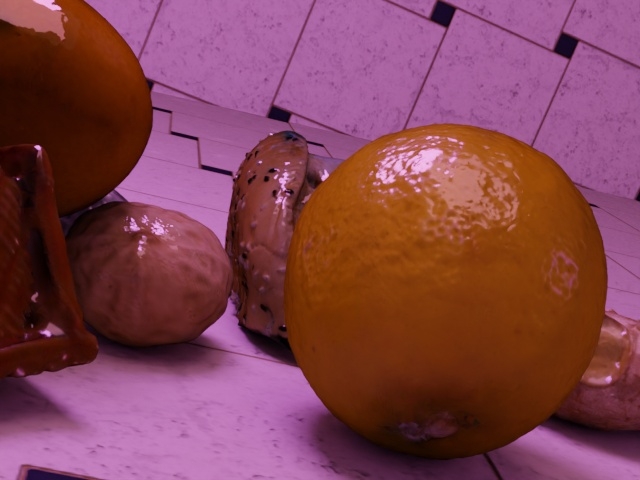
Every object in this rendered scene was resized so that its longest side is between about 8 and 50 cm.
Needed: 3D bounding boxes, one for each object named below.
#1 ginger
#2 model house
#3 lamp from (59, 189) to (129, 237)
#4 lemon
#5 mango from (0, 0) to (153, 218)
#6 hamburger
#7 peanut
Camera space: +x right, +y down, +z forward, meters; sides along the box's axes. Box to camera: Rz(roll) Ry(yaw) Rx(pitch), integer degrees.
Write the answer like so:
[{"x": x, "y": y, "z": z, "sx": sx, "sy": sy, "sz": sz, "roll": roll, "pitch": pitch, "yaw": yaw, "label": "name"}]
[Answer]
[{"x": 0.246, "y": 0.116, "z": 1.164, "sx": 0.216, "sy": 0.102, "sz": 0.157, "roll": 12, "pitch": -18, "yaw": 16, "label": "ginger"}, {"x": -0.275, "y": 0.006, "z": 0.874, "sx": 0.199, "sy": 0.219, "sz": 0.229, "roll": -9, "pitch": -50, "yaw": 36, "label": "model house"}, {"x": -0.236, "y": -0.019, "z": 1.249, "sx": 0.250, "sy": 0.101, "sz": 0.101, "roll": 27, "pitch": 10, "yaw": -1, "label": "lamp"}, {"x": 0.087, "y": 0.051, "z": 0.963, "sx": 0.240, "sy": 0.240, "sz": 0.219, "roll": 14, "pitch": 50, "yaw": -2, "label": "lemon"}, {"x": -0.337, "y": -0.151, "z": 1.068, "sx": 0.445, "sy": 0.232, "sz": 0.300, "roll": 19, "pitch": -34, "yaw": 11, "label": "mango"}, {"x": 0.000, "y": 0.000, "z": 1.249, "sx": 0.167, "sy": 0.192, "sz": 0.288, "roll": 3, "pitch": 12, "yaw": -10, "label": "hamburger"}, {"x": -0.141, "y": 0.026, "z": 1.081, "sx": 0.140, "sy": 0.109, "sz": 0.159, "roll": 7, "pitch": 8, "yaw": -1, "label": "peanut"}]
